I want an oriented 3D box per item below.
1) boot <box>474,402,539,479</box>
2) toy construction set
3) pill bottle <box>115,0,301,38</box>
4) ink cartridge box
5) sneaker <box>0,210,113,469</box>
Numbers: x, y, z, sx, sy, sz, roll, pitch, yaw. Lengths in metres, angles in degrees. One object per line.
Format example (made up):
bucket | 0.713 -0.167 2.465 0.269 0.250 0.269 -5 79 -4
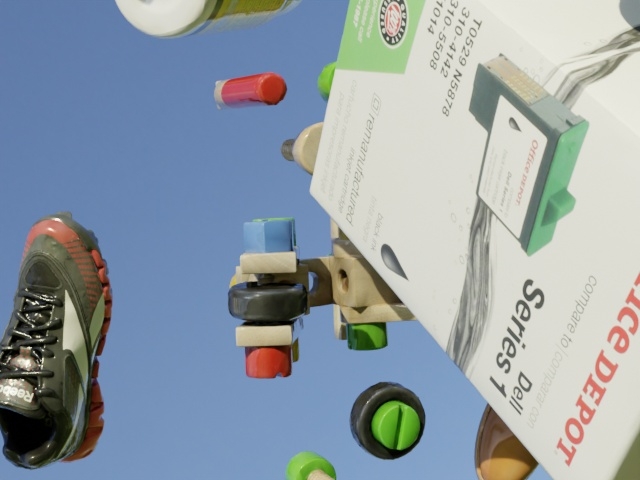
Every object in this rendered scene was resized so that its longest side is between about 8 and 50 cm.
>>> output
boot | 0.211 0.155 1.045 0.073 0.152 0.197 28 -89 -6
toy construction set | 0.000 0.000 0.947 0.257 0.237 0.309 -31 -74 -16
pill bottle | -0.100 -0.264 1.144 0.208 0.119 0.119 -24 -35 -59
ink cartridge box | 0.099 -0.022 0.482 0.092 0.219 0.160 -15 -43 -29
sneaker | -0.281 0.112 1.187 0.135 0.097 0.276 -28 -56 -68
